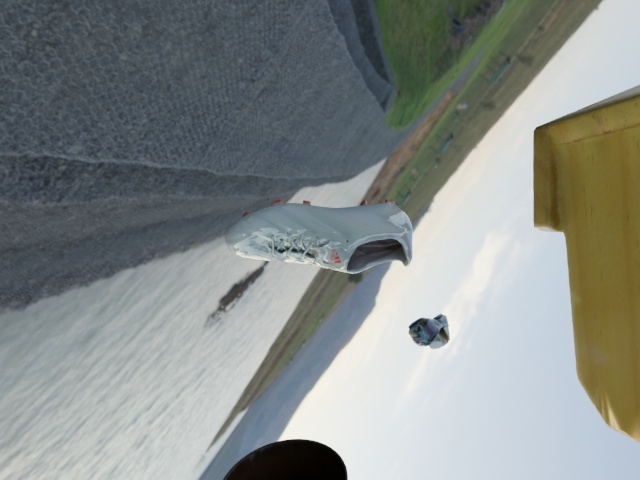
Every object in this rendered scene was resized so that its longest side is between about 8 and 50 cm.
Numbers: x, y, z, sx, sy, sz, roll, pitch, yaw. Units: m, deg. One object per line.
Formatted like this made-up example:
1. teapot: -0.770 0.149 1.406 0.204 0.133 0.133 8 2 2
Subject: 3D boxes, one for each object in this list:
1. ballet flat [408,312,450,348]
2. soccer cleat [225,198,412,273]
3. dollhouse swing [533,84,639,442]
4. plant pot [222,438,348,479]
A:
1. ballet flat: 0.139 0.115 0.617 0.041 0.041 0.114 -56 155 12
2. soccer cleat: 0.000 0.000 0.515 0.068 0.196 0.076 90 -6 -50
3. dollhouse swing: 0.391 -0.009 0.400 0.314 0.305 0.347 -22 -175 -10
4. plant pot: -0.043 0.499 0.837 0.215 0.215 0.231 -46 129 -63
